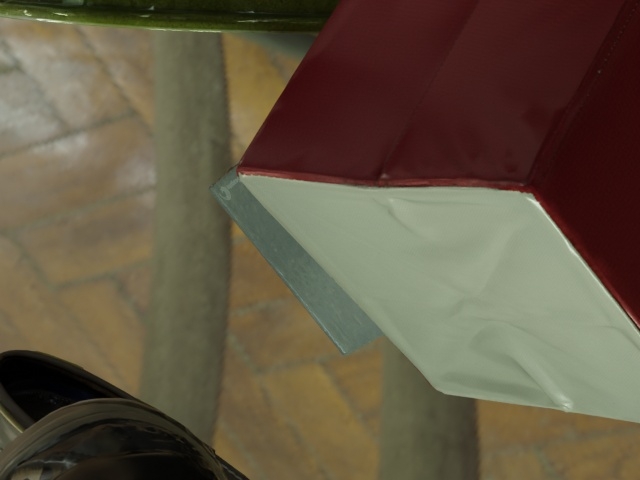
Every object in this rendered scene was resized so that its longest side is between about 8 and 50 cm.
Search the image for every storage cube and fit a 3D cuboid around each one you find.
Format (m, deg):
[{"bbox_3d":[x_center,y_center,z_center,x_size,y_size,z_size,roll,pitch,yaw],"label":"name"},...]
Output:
[{"bbox_3d":[0.116,-0.044,0.819,0.183,0.193,0.215,6,146,46],"label":"storage cube"}]

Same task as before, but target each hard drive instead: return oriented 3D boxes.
[{"bbox_3d":[0.000,0.000,1.053,0.135,0.022,0.094,51,145,-4],"label":"hard drive"}]

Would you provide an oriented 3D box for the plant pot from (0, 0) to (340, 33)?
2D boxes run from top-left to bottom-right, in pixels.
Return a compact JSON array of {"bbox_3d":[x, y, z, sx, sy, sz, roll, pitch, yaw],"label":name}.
[{"bbox_3d":[-0.059,-0.332,1.207,0.366,0.366,0.353,5,102,19],"label":"plant pot"}]

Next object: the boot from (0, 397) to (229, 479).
[{"bbox_3d":[-0.134,0.218,0.543,0.138,0.377,0.284,42,169,-10],"label":"boot"}]

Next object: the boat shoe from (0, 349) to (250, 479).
[{"bbox_3d":[-0.167,0.200,1.577,0.324,0.116,0.097,27,144,19],"label":"boat shoe"}]
